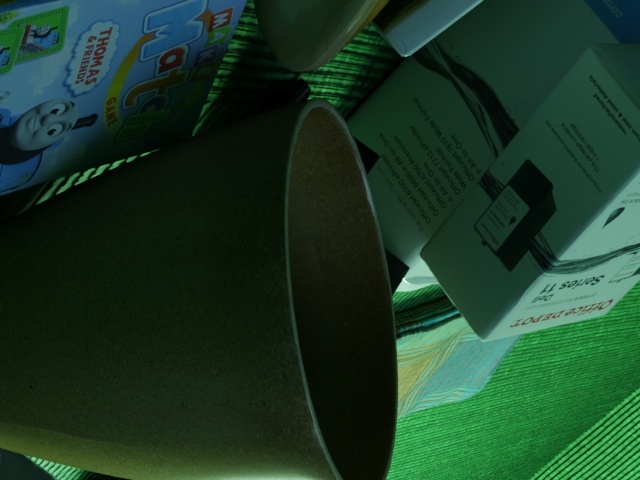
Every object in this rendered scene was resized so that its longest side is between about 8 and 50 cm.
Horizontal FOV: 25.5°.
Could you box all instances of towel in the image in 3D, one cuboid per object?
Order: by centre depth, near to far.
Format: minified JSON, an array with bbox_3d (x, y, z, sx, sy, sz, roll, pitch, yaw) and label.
[{"bbox_3d":[0.117,0.148,1.660,0.370,0.040,0.271,-15,150,-42],"label":"towel"}]

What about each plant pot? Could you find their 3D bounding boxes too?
[{"bbox_3d":[-0.102,0.052,0.860,0.254,0.237,0.237,-9,164,15],"label":"plant pot"}]

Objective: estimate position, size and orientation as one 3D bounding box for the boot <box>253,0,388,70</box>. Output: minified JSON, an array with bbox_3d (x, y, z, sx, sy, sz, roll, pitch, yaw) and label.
[{"bbox_3d":[0.095,-0.218,0.760,0.211,0.104,0.295,-17,148,-39],"label":"boot"}]

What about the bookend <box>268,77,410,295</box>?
[{"bbox_3d":[0.000,0.000,0.990,0.156,0.157,0.072,-53,180,41],"label":"bookend"}]

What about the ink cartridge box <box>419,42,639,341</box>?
[{"bbox_3d":[0.189,-0.032,0.962,0.153,0.087,0.208,-8,146,-42],"label":"ink cartridge box"}]

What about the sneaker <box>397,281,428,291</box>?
[{"bbox_3d":[0.069,0.007,1.210,0.091,0.094,0.258,-50,156,23],"label":"sneaker"}]

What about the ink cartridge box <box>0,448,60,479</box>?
[{"bbox_3d":[-0.286,0.228,1.063,0.069,0.176,0.371,8,160,12],"label":"ink cartridge box"}]

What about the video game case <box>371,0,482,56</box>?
[{"bbox_3d":[0.121,-0.188,0.848,0.212,0.023,0.193,-38,-171,7],"label":"video game case"}]

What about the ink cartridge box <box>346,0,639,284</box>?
[{"bbox_3d":[0.181,-0.113,1.072,0.307,0.129,0.223,-46,155,26],"label":"ink cartridge box"}]

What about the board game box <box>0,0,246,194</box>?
[{"bbox_3d":[-0.145,-0.090,0.763,0.211,0.039,0.160,-21,155,-34],"label":"board game box"}]
